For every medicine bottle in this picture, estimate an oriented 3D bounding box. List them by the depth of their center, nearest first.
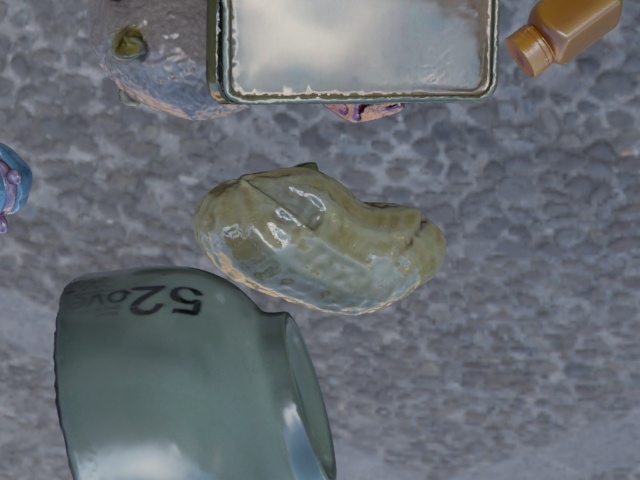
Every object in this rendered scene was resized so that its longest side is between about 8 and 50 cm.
[{"bbox_3d":[0.498,-0.440,2.072,0.222,0.112,0.149,-36,164,2],"label":"medicine bottle"}]

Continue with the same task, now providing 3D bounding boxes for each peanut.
[{"bbox_3d":[-0.002,0.006,1.335,0.340,0.174,0.158,23,162,-20],"label":"peanut"}]

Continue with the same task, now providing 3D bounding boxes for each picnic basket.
[{"bbox_3d":[0.028,-0.205,0.910,0.266,0.165,0.139,-2,-170,-7],"label":"picnic basket"}]

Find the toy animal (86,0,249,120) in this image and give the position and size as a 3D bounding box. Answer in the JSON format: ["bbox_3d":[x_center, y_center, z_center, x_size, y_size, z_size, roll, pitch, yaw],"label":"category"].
[{"bbox_3d":[-0.217,-0.298,1.611,0.358,0.226,0.188,22,150,-1],"label":"toy animal"}]

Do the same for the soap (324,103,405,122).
[{"bbox_3d":[0.048,-0.376,1.951,0.220,0.325,0.127,-24,163,-6],"label":"soap"}]

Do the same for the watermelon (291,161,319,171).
[{"bbox_3d":[-0.036,-0.068,1.496,0.062,0.105,0.105,10,145,-12],"label":"watermelon"}]

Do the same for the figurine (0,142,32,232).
[{"bbox_3d":[-0.527,-0.144,1.501,0.260,0.103,0.205,36,114,18],"label":"figurine"}]

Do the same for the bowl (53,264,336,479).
[{"bbox_3d":[-0.096,0.175,0.962,0.185,0.354,0.354,-17,142,5],"label":"bowl"}]
